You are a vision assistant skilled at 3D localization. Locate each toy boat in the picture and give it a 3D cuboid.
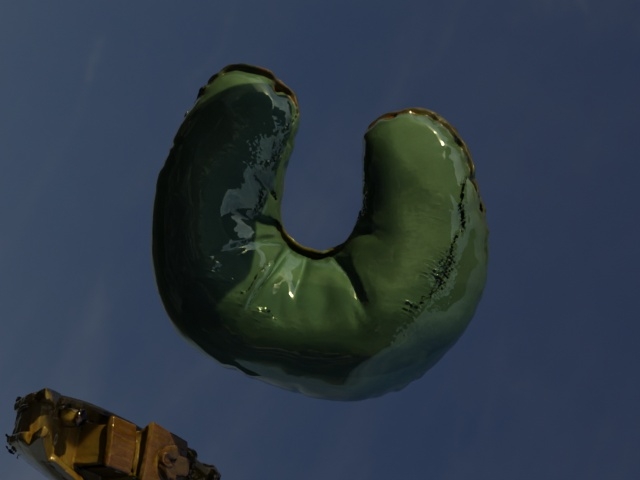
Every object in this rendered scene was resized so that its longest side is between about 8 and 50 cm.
[{"bbox_3d":[-0.132,0.149,0.851,0.072,0.206,0.064,-7,-117,26],"label":"toy boat"}]

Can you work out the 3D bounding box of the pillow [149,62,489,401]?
[{"bbox_3d":[0.000,0.000,0.855,0.086,0.233,0.214,-51,153,-86],"label":"pillow"}]
